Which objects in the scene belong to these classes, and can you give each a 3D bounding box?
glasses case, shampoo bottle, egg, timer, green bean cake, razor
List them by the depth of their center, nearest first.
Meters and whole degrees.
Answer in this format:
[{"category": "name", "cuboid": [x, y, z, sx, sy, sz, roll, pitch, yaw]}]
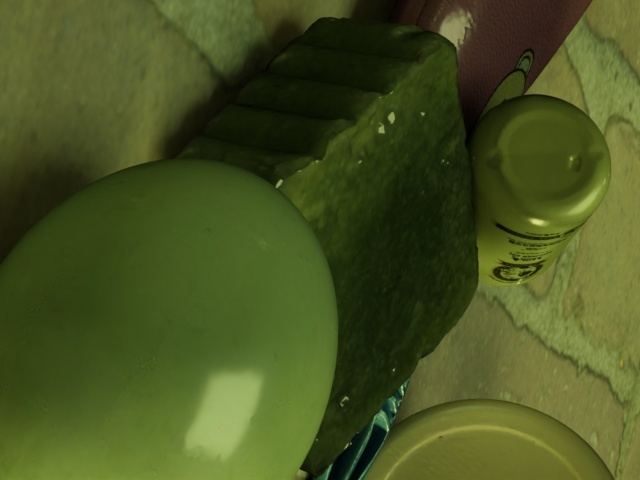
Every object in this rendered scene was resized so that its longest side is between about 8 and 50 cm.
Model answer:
[{"category": "egg", "cuboid": [-0.070, 0.050, 0.814, 0.192, 0.149, 0.149, -63, 150, -31]}, {"category": "green bean cake", "cuboid": [0.000, 0.000, 0.997, 0.185, 0.094, 0.183, -50, 143, -44]}, {"category": "shampoo bottle", "cuboid": [0.108, -0.019, 1.121, 0.162, 0.079, 0.079, 114, -1, -69]}, {"category": "razor", "cuboid": [0.006, 0.152, 1.137, 0.082, 0.042, 0.253, 28, 69, -21]}, {"category": "glasses case", "cuboid": [0.120, -0.167, 1.181, 0.316, 0.076, 0.123, -53, 150, -39]}, {"category": "timer", "cuboid": [0.099, 0.224, 1.271, 0.266, 0.175, 0.175, 87, 24, -68]}]
